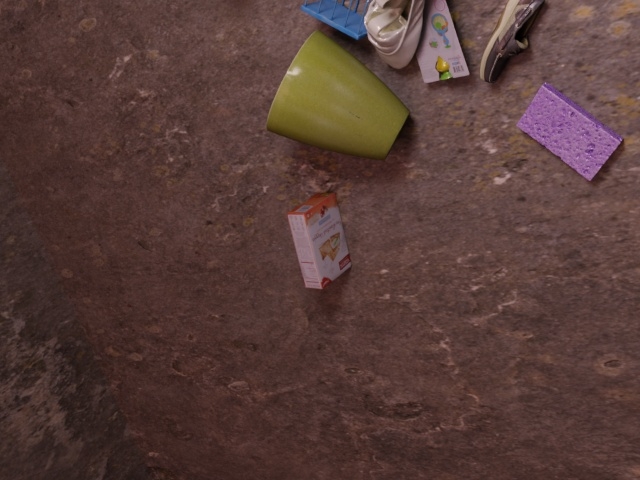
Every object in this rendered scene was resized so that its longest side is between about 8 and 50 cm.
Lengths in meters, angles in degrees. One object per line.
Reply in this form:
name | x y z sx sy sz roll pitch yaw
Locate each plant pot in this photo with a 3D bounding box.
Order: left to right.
plant pot | 0.060 -0.323 1.971 0.293 0.275 0.275 29 131 3

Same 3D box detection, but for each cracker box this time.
cracker box | 0.000 0.000 2.254 0.067 0.155 0.232 3 117 36

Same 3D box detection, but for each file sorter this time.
file sorter | 0.064 -0.568 1.902 0.170 0.118 0.104 33 129 19

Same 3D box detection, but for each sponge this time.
sponge | 0.545 -0.240 1.767 0.210 0.031 0.117 40 133 13

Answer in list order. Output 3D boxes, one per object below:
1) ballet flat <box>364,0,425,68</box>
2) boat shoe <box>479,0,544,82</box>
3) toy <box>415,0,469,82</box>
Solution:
ballet flat | 0.161 -0.517 1.752 0.139 0.139 0.400 40 150 13
boat shoe | 0.412 -0.433 1.729 0.073 0.080 0.224 36 128 24
toy | 0.263 -0.485 1.827 0.137 0.056 0.237 1 116 50
